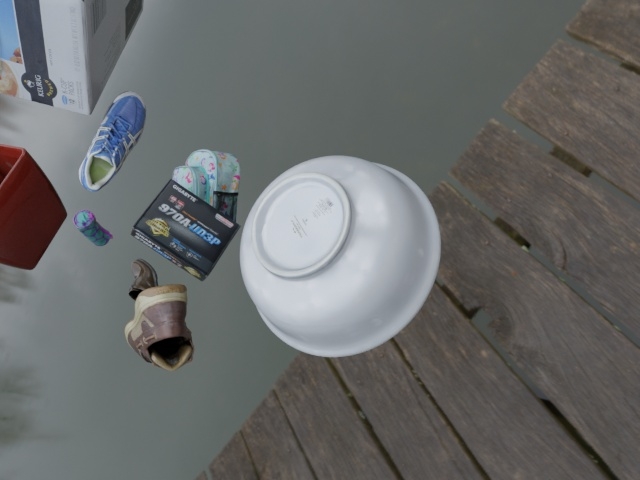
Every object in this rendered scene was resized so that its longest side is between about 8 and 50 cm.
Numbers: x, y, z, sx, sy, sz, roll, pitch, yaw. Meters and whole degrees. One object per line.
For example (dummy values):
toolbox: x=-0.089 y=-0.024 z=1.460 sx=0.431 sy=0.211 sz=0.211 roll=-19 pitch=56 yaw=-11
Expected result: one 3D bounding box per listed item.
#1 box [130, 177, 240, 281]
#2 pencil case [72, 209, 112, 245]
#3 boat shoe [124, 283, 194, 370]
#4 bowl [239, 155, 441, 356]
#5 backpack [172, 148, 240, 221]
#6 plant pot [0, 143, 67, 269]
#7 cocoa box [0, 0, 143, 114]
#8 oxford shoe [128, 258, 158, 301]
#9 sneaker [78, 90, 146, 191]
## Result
box: x=-0.342 y=-0.027 z=1.466 sx=0.175 sy=0.220 sz=0.051 roll=-60 pitch=11 yaw=-30
pencil case: x=-0.738 y=-0.038 z=1.862 sx=0.070 sy=0.152 sz=0.065 roll=-14 pitch=66 yaw=-3
boat shoe: x=-0.314 y=0.204 z=1.145 sx=0.342 sy=0.123 sz=0.123 roll=-54 pitch=51 yaw=55
bowl: x=0.000 y=0.000 z=0.772 sx=0.297 sy=0.134 sz=0.298 roll=-10 pitch=67 yaw=24
backpack: x=-0.354 y=-0.156 z=1.784 sx=0.225 sy=0.191 sz=0.254 roll=13 pitch=92 yaw=51
plant pot: x=-0.809 y=-0.069 z=1.434 sx=0.267 sy=0.236 sz=0.267 roll=12 pitch=66 yaw=26
cocoa box: x=-0.458 y=-0.430 z=0.981 sx=0.231 sy=0.227 sz=0.347 roll=114 pitch=166 yaw=-50
oxford shoe: x=-0.579 y=0.142 z=1.859 sx=0.227 sy=0.096 sz=0.083 roll=52 pitch=126 yaw=35
sneaker: x=-0.389 y=-0.182 z=1.089 sx=0.211 sy=0.080 sz=0.081 roll=-62 pitch=27 yaw=9
